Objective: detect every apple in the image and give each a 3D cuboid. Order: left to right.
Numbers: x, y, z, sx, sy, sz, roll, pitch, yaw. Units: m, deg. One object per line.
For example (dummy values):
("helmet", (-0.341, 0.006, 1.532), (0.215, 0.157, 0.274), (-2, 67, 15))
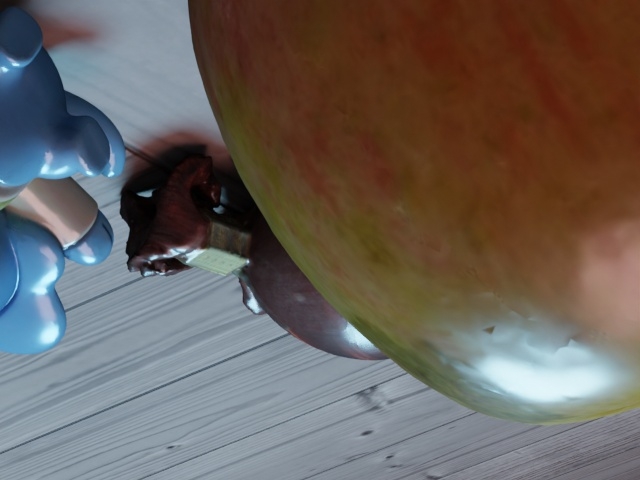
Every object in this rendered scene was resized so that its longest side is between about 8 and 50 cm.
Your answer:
("apple", (0.123, -0.094, 0.752), (0.363, 0.364, 0.364), (-15, 159, -6))

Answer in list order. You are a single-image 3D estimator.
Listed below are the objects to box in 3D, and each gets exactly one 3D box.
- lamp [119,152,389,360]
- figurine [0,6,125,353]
("lamp", (0.004, 0.010, 1.174), (0.223, 0.151, 0.215), (-23, 155, 20))
("figurine", (-0.198, -0.020, 0.945), (0.180, 0.154, 0.262), (20, 144, -41))
